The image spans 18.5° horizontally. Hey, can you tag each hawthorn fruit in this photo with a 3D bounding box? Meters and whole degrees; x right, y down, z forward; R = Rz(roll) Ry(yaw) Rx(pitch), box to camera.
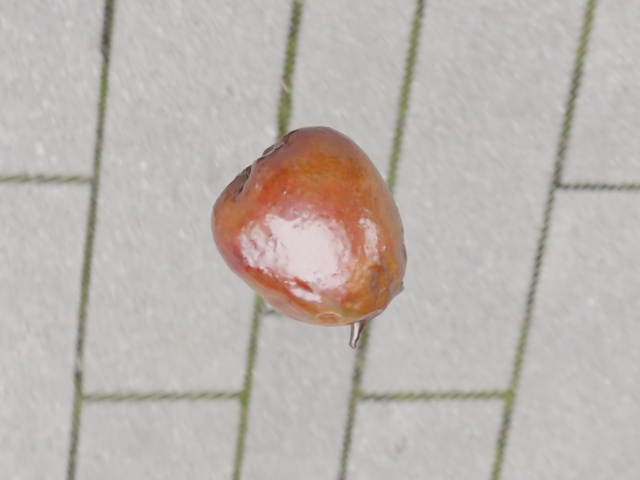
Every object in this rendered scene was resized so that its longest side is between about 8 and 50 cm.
[{"bbox_3d":[0.000,0.000,0.875,0.081,0.081,0.093,-41,95,6],"label":"hawthorn fruit"}]
